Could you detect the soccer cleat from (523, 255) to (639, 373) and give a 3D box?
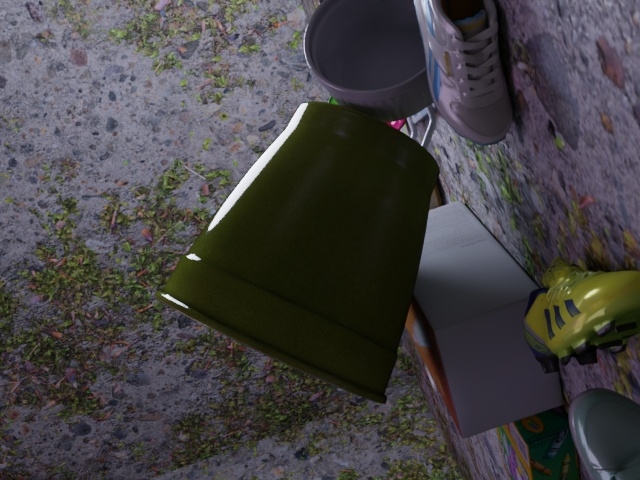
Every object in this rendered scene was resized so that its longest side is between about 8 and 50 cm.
[{"bbox_3d":[0.266,0.066,0.760,0.289,0.094,0.121,75,-178,-73],"label":"soccer cleat"}]

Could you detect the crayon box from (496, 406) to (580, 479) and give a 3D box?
[{"bbox_3d":[0.363,0.355,1.230,0.165,0.081,0.278,-110,1,-55],"label":"crayon box"}]

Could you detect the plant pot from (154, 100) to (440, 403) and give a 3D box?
[{"bbox_3d":[0.000,0.000,1.075,0.366,0.367,0.352,78,-143,-83],"label":"plant pot"}]

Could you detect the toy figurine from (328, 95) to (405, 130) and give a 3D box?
[{"bbox_3d":[0.117,-0.282,1.540,0.130,0.159,0.173,21,99,42],"label":"toy figurine"}]

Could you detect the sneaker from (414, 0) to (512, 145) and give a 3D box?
[{"bbox_3d":[0.167,-0.218,0.841,0.092,0.088,0.228,-125,14,-80],"label":"sneaker"}]

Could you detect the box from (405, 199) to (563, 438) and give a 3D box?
[{"bbox_3d":[0.233,0.113,1.197,0.345,0.168,0.214,-112,3,-63],"label":"box"}]

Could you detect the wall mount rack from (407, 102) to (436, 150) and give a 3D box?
[{"bbox_3d":[0.137,-0.213,1.310,0.350,0.131,0.304,-113,4,-88],"label":"wall mount rack"}]

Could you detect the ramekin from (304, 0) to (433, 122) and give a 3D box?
[{"bbox_3d":[0.090,-0.266,1.031,0.109,0.207,0.207,54,-165,-62],"label":"ramekin"}]

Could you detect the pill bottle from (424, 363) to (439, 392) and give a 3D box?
[{"bbox_3d":[0.298,0.268,1.549,0.078,0.137,0.078,162,90,-90],"label":"pill bottle"}]

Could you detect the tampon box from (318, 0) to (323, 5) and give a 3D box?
[{"bbox_3d":[0.070,-0.436,1.569,0.120,0.102,0.160,77,174,-77],"label":"tampon box"}]

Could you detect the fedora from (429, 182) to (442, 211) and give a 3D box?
[{"bbox_3d":[0.196,-0.113,1.538,0.194,0.079,0.194,161,90,-90],"label":"fedora"}]

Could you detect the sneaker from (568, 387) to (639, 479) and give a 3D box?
[{"bbox_3d":[0.320,0.229,0.646,0.255,0.094,0.151,59,179,29],"label":"sneaker"}]
